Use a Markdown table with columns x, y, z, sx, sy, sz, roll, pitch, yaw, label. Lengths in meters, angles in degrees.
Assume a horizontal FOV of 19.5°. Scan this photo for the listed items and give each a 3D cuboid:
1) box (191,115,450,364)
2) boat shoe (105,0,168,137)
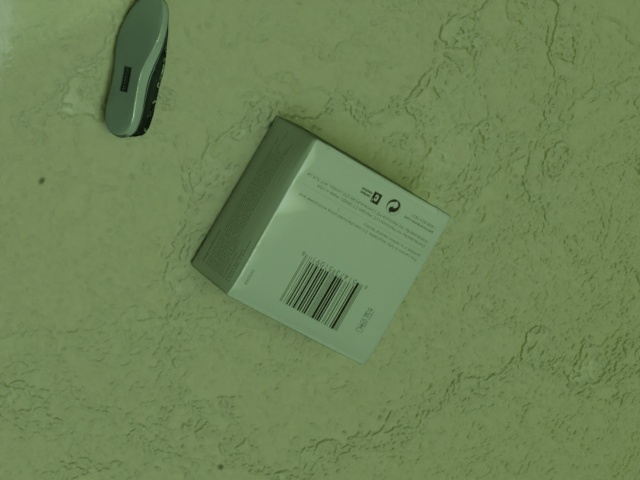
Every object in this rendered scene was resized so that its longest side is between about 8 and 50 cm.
| x | y | z | sx | sy | sz | roll | pitch | yaw | label |
| --- | --- | --- | --- | --- | --- | --- | --- | --- | --- |
| 0.000 | 0.000 | 1.891 | 0.181 | 0.119 | 0.182 | 28 | 92 | -27 | box |
| -0.173 | -0.168 | 1.814 | 0.040 | 0.049 | 0.142 | 5 | 104 | -58 | boat shoe |
